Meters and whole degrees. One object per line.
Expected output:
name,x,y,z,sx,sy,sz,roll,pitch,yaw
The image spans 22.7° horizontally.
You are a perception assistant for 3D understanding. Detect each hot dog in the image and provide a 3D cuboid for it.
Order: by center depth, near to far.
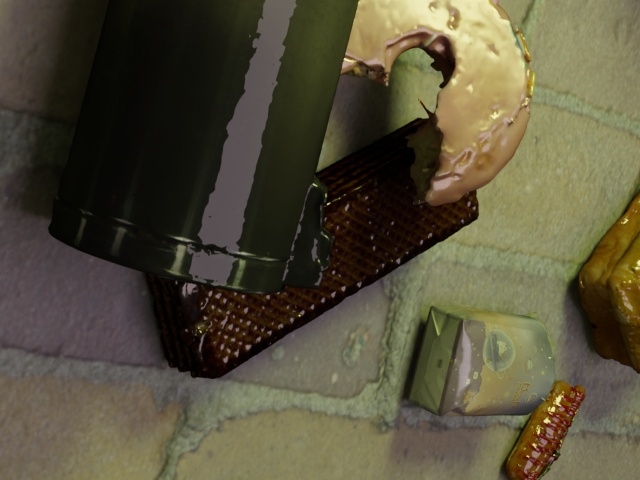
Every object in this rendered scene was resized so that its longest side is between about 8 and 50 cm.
hot dog,0.267,0.227,1.881,0.144,0.038,0.062,-55,134,-18

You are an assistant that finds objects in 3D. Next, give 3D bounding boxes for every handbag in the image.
handbag,0.183,0.133,1.728,0.173,0.095,0.117,6,102,-43

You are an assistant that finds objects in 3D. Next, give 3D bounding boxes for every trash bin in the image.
trash bin,-0.083,-0.127,1.282,0.203,0.252,0.301,-62,167,-84

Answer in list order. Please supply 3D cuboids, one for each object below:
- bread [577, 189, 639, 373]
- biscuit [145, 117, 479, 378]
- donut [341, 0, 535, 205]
bread,0.458,-0.011,1.950,0.380,0.109,0.185,-49,132,-25
biscuit,0.000,0.000,1.514,0.388,0.073,0.107,-30,122,-36
donut,0.094,-0.158,1.491,0.233,0.085,0.199,48,71,-11
